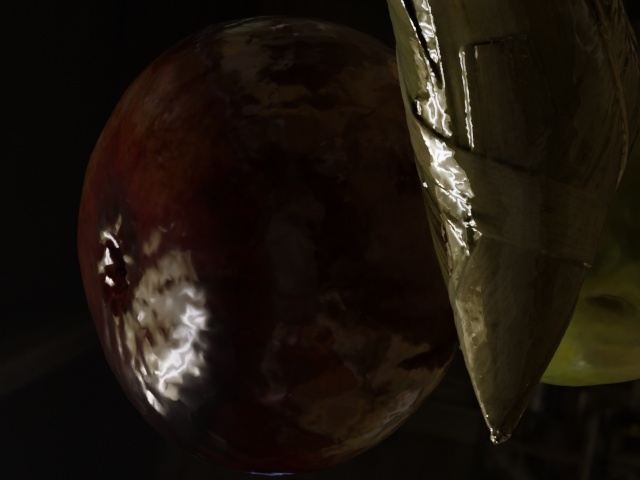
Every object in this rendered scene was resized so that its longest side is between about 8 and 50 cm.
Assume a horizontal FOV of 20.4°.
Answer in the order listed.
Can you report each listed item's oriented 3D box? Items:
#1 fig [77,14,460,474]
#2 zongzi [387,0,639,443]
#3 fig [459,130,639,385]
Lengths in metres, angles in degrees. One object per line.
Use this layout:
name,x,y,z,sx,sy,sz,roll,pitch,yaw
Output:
fig,-0.017,0.005,0.897,0.214,0.235,0.235,12,-91,-47
zongzi,0.049,-0.052,0.601,0.189,0.081,0.178,57,-140,-41
fig,0.208,-0.033,1.167,0.233,0.314,0.233,162,90,-85
